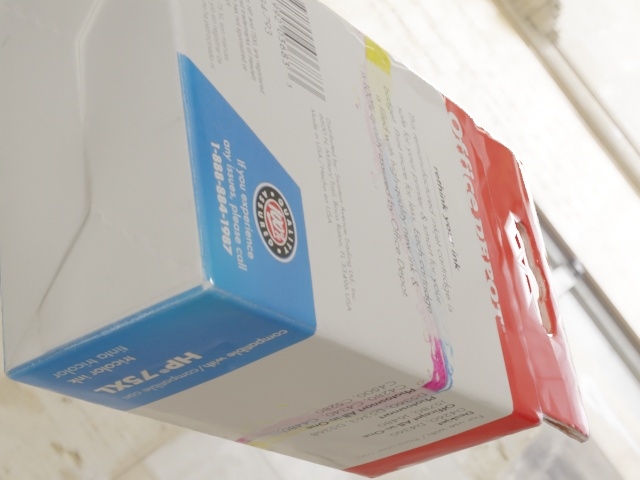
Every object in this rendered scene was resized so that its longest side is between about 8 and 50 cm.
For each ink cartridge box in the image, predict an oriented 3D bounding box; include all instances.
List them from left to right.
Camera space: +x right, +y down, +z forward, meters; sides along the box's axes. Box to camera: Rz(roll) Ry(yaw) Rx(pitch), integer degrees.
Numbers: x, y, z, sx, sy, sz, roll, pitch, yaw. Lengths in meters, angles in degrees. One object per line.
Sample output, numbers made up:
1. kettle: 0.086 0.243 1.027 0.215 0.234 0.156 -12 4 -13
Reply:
1. ink cartridge box: 0.000 0.000 0.463 0.078 0.134 0.231 -24 -30 28
